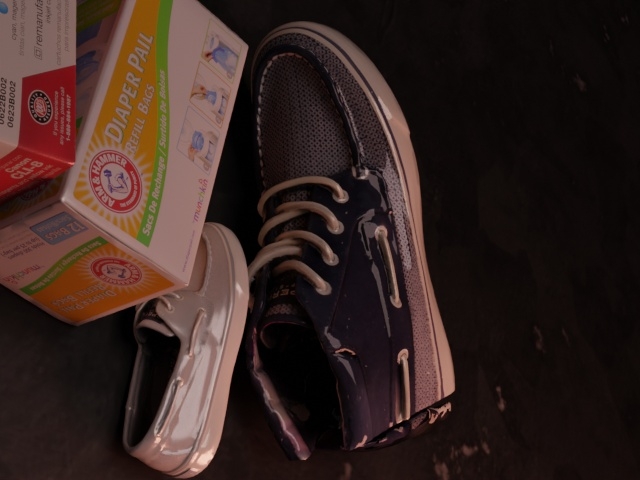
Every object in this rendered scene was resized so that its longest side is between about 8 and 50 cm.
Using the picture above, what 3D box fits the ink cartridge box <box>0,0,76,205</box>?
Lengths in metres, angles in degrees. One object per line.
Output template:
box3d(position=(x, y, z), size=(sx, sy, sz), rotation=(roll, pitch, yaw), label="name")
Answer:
box3d(position=(-0.242, -0.101, 0.711), size=(0.176, 0.127, 0.128), rotation=(18, 61, -45), label="ink cartridge box")

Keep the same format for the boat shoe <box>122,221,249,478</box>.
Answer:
box3d(position=(-0.098, 0.066, 0.874), size=(0.063, 0.066, 0.184), rotation=(30, 62, -41), label="boat shoe")

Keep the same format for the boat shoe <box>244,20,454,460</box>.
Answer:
box3d(position=(0.000, 0.000, 0.960), size=(0.158, 0.127, 0.340), rotation=(-16, 87, -60), label="boat shoe")

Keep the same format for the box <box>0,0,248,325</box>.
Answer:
box3d(position=(-0.137, -0.063, 0.836), size=(0.103, 0.114, 0.203), rotation=(38, 49, -35), label="box")
